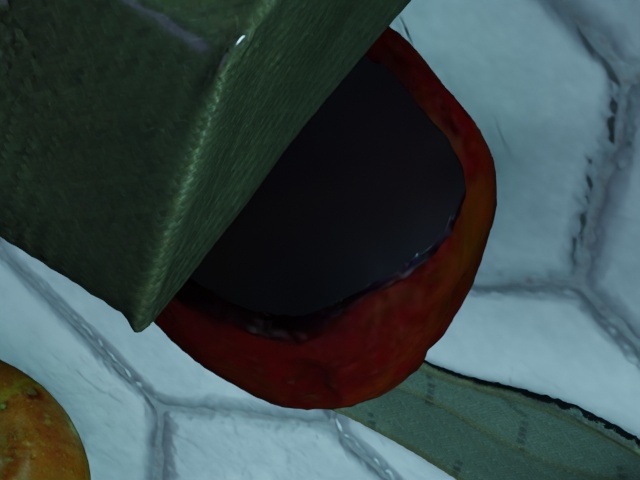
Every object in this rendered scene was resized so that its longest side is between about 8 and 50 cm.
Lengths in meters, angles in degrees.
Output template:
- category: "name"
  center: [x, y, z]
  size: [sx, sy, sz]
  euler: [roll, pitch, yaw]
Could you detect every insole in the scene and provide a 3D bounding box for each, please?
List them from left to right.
- category: "insole"
  center: [0.075, 0.103, 1.102]
  size: [0.348, 0.009, 0.119]
  euler: [25, 141, 19]

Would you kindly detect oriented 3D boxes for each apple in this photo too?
- category: "apple"
  center: [-0.256, 0.175, 1.315]
  size: [0.196, 0.196, 0.196]
  euler: [23, 140, 21]

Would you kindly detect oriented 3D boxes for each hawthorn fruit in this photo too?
- category: "hawthorn fruit"
  center: [0.000, 0.000, 0.936]
  size: [0.189, 0.189, 0.251]
  euler: [17, 157, 28]

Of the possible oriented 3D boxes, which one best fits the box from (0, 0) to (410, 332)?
- category: "box"
  center: [-0.043, -0.129, 0.752]
  size: [0.143, 0.273, 0.184]
  euler: [32, 143, 6]
